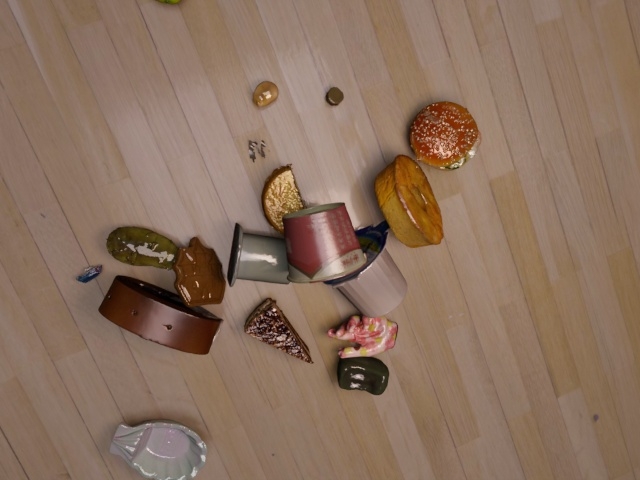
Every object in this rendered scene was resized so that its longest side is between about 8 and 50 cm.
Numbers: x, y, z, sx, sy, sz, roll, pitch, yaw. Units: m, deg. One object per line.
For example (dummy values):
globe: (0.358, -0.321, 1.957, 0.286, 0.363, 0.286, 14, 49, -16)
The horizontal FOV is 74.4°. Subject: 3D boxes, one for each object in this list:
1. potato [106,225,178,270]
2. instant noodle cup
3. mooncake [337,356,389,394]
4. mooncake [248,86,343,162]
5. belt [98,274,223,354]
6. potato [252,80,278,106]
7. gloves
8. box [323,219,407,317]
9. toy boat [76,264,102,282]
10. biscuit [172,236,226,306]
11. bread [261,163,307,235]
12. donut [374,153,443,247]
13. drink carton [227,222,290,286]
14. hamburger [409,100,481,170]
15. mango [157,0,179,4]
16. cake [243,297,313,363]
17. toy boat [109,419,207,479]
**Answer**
potato: (-0.527, 0.025, 1.272, 0.226, 0.090, 0.117, 17, 93, -10)
instant noodle cup: (0.000, 0.000, 1.174, 0.235, 0.235, 0.178, -15, 100, -8)
mooncake: (0.139, 0.444, 1.390, 0.169, 0.175, 0.104, 11, 91, -53)
mooncake: (-0.075, -0.367, 1.325, 0.347, 0.057, 0.150, -19, 86, -4)
belt: (-0.464, 0.224, 1.243, 0.339, 0.217, 0.122, 26, 85, -7)
potato: (-0.170, -0.450, 1.298, 0.068, 0.062, 0.083, 33, 58, 15)
gloves: (0.133, 0.306, 1.401, 0.242, 0.126, 0.145, 12, 118, -13)
box: (0.165, 0.100, 1.344, 0.291, 0.262, 0.206, -43, 113, -12)
toy boat: (-0.700, 0.098, 1.281, 0.083, 0.038, 0.038, -31, 100, -5)
biscuit: (-0.364, 0.091, 1.276, 0.034, 0.182, 0.215, -19, 77, 32)
bread: (-0.111, -0.111, 1.301, 0.140, 0.143, 0.228, -19, 100, -6)
donut: (0.273, -0.113, 1.317, 0.110, 0.303, 0.302, -24, 102, 31)
drink carton: (-0.181, 0.060, 1.294, 0.190, 0.191, 0.185, 13, 92, -17)
hamburger: (0.399, -0.337, 1.363, 0.237, 0.147, 0.236, 0, 93, -9)
mango: (-0.457, -0.757, 1.210, 0.117, 0.089, 0.163, -41, 89, 5)
cake: (-0.143, 0.320, 1.360, 0.135, 0.112, 0.245, -32, 103, -2)
toy boat: (-0.503, 0.648, 1.337, 0.291, 0.100, 0.199, 22, 91, -12)
